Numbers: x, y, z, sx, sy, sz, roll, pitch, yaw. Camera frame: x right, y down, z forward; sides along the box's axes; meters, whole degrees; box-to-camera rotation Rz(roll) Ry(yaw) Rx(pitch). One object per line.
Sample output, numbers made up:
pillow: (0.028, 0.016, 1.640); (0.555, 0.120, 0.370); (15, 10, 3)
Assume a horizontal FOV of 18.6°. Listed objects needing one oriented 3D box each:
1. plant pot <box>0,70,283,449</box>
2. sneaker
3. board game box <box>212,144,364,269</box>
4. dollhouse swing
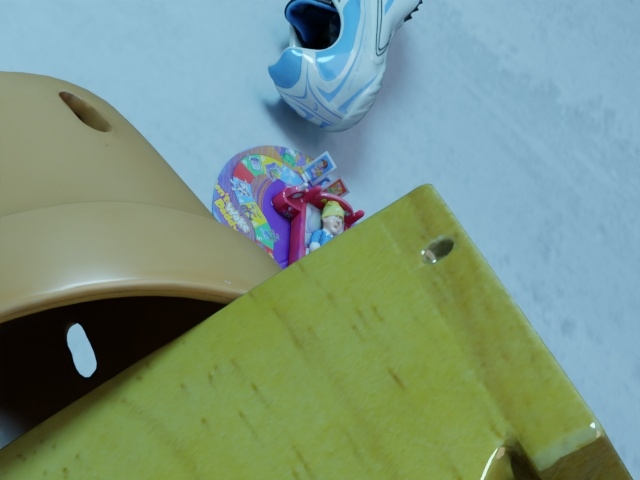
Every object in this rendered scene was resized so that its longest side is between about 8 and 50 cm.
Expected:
plant pot: (-0.157, 0.052, 0.995); (0.291, 0.291, 0.203); (13, 38, -40)
sneaker: (0.022, -0.177, 1.481); (0.086, 0.085, 0.237); (44, 38, -20)
board game box: (0.000, 0.000, 1.367); (0.133, 0.033, 0.168); (-24, 80, -51)
dollhouse swing: (-0.007, 0.208, 0.869); (0.305, 0.347, 0.315); (57, 2, -28)
